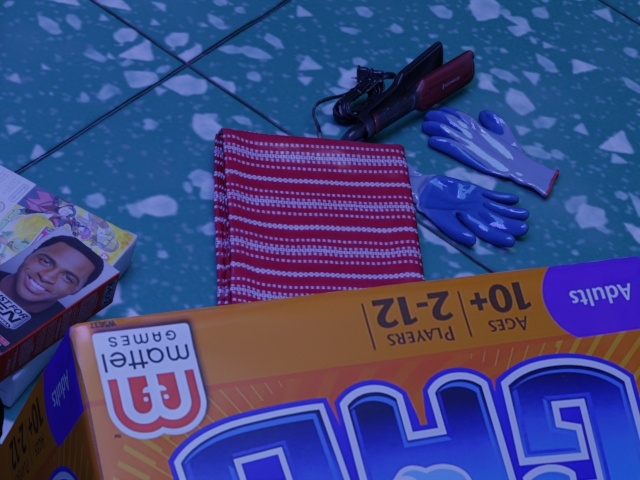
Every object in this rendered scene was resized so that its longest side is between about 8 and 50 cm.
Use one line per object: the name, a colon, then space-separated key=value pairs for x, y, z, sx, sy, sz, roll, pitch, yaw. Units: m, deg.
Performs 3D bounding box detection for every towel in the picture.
towel: x=0.000 y=0.000 z=1.535 sx=0.198 sy=0.031 sz=0.275 roll=5 pitch=47 yaw=-11

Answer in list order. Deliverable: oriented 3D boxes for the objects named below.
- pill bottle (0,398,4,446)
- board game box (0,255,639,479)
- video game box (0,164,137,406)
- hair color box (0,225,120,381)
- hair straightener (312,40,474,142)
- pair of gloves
pill bottle: x=-0.287 y=0.203 z=1.181 sx=0.122 sy=0.123 sz=0.219 roll=8 pitch=44 yaw=-10
board game box: x=0.015 y=0.254 z=0.992 sx=0.356 sy=0.356 sz=0.356 roll=-6 pitch=69 yaw=-23
video game box: x=-0.288 y=0.025 z=1.414 sx=0.187 sy=0.048 sz=0.205 roll=26 pitch=44 yaw=10
hair color box: x=-0.239 y=0.052 z=1.341 sx=0.072 sy=0.043 sz=0.141 roll=36 pitch=45 yaw=16
hair straightener: x=0.064 y=-0.148 z=1.720 sx=0.089 sy=0.047 sz=0.230 roll=23 pitch=46 yaw=33
pair of gloves: x=0.157 y=-0.070 z=1.676 sx=0.159 sy=0.023 sz=0.198 roll=29 pitch=45 yaw=10
